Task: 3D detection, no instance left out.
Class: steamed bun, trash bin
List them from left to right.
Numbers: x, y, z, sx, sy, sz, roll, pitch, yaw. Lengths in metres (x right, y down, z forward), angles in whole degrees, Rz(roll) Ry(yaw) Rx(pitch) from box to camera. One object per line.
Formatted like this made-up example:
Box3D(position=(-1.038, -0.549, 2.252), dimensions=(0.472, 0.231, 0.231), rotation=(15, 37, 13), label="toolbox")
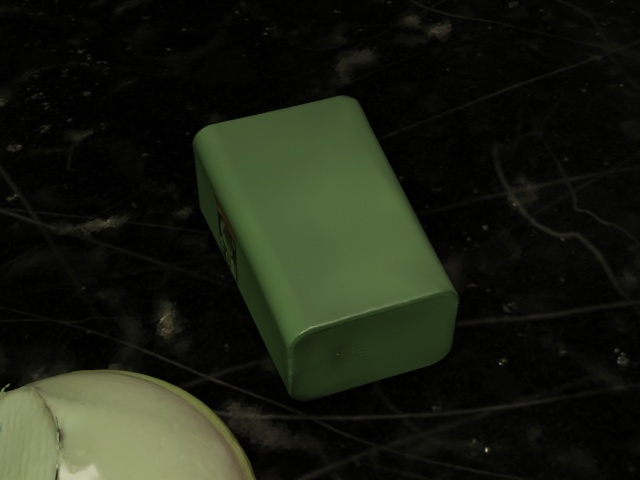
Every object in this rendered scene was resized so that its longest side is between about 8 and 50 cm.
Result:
Box3D(position=(-0.165, 0.271, 0.906), dimensions=(0.309, 0.309, 0.309), rotation=(0, 44, 0), label="steamed bun")
Box3D(position=(0.000, 0.000, 1.248), dimensions=(0.223, 0.158, 0.343), rotation=(-14, 46, -13), label="trash bin")
